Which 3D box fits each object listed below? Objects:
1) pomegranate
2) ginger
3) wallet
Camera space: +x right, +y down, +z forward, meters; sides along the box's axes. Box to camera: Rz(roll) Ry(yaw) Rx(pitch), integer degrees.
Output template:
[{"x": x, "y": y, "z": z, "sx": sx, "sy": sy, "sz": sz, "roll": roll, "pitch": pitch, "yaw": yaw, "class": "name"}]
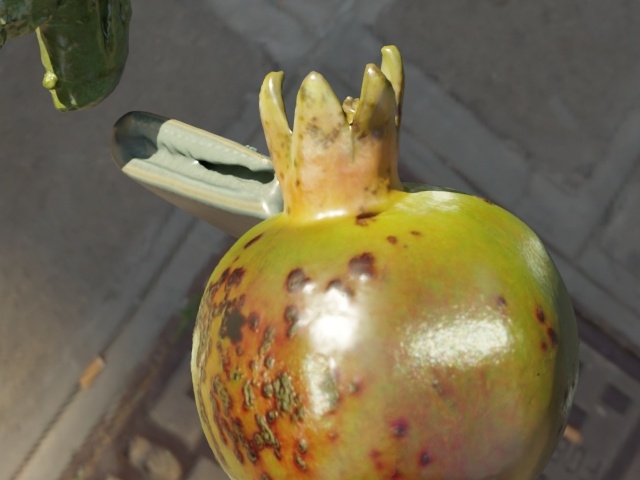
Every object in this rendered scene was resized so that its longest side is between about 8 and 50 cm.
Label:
[{"x": 0.039, "y": 0.035, "z": 0.689, "sx": 0.198, "sy": 0.198, "sz": 0.246, "roll": 11, "pitch": 110, "yaw": -16, "class": "pomegranate"}, {"x": -0.228, "y": -0.205, "z": 1.164, "sx": 0.089, "sy": 0.290, "sz": 0.137, "roll": 11, "pitch": 77, "yaw": 14, "class": "ginger"}, {"x": 0.000, "y": 0.000, "z": 1.278, "sx": 0.360, "sy": 0.252, "sz": 0.083, "roll": 29, "pitch": 84, "yaw": -43, "class": "wallet"}]
